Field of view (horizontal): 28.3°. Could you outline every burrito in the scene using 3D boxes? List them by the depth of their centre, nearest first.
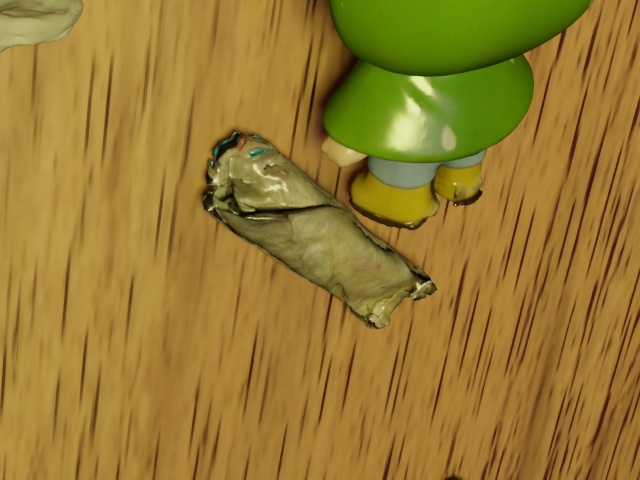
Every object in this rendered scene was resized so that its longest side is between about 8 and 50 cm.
[{"bbox_3d":[-0.001,-0.001,0.723,0.051,0.042,0.171,-49,131,7],"label":"burrito"}]

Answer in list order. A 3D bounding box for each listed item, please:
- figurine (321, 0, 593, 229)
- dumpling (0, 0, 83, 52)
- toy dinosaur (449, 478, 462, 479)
[{"bbox_3d":[0.064,-0.124,0.637,0.162,0.143,0.263,-19,135,-23],"label":"figurine"},{"bbox_3d":[-0.196,-0.140,0.497,0.151,0.124,0.229,-12,140,22],"label":"dumpling"},{"bbox_3d":[0.082,0.235,0.894,0.096,0.059,0.132,33,89,-29],"label":"toy dinosaur"}]
